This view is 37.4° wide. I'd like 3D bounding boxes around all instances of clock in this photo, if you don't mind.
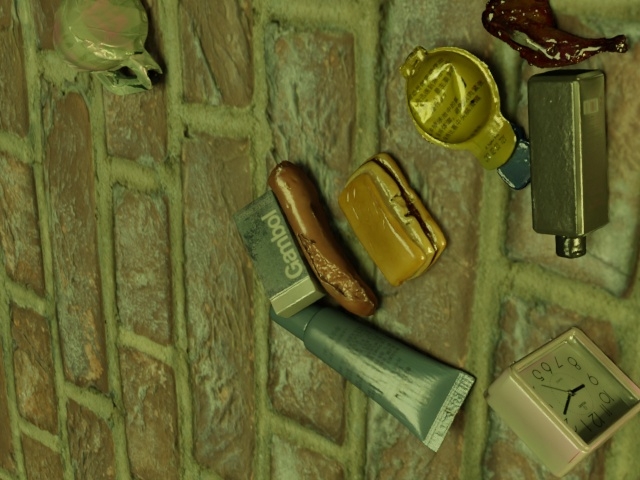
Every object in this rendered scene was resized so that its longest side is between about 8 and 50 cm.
[{"bbox_3d":[0.330,0.209,1.265,0.150,0.197,0.063,48,130,21],"label":"clock"}]

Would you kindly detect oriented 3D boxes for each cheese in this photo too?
[{"bbox_3d":[0.211,-0.174,1.340,0.250,0.064,0.156,47,133,9],"label":"cheese"}]

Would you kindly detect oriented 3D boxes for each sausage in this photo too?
[{"bbox_3d":[0.000,0.000,1.598,0.078,0.078,0.304,-36,79,45],"label":"sausage"}]

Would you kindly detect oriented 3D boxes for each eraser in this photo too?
[{"bbox_3d":[-0.073,0.021,1.642,0.092,0.046,0.212,-33,65,16],"label":"eraser"}]

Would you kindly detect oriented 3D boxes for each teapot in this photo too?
[{"bbox_3d":[-0.413,-0.392,1.833,0.178,0.222,0.163,-15,55,55],"label":"teapot"}]

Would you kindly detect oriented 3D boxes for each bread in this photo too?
[{"bbox_3d":[0.106,-0.033,1.489,0.200,0.077,0.116,58,143,13],"label":"bread"}]

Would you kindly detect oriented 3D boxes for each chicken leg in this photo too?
[{"bbox_3d":[0.298,-0.269,1.236,0.205,0.053,0.093,38,113,24],"label":"chicken leg"}]

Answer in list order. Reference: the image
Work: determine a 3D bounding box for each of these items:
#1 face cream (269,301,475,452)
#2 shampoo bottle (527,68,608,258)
[{"bbox_3d":[0.072,0.195,1.591,0.385,0.086,0.135,30,97,31],"label":"face cream"},{"bbox_3d":[0.326,-0.099,1.243,0.079,0.080,0.246,8,110,44],"label":"shampoo bottle"}]
